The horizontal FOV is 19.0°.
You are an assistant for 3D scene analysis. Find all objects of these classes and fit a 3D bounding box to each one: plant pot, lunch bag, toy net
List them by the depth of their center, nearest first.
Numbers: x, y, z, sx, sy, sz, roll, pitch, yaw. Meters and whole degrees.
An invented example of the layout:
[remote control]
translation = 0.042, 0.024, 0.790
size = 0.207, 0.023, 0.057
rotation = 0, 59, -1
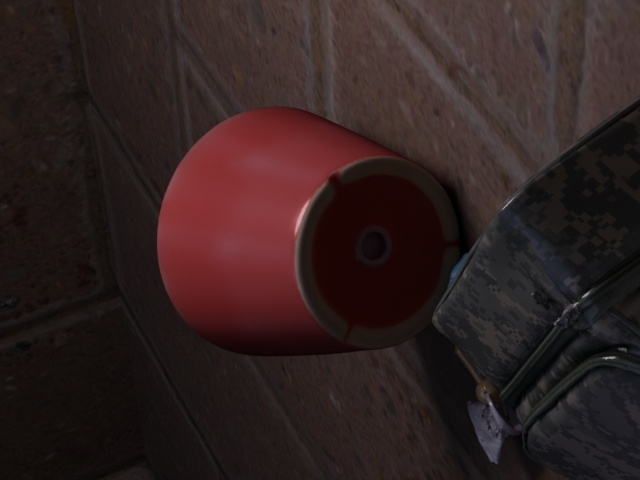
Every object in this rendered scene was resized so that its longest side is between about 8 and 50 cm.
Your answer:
[lunch bag]
translation = 0.245, 0.059, 1.371
size = 0.256, 0.212, 0.305
rotation = 49, 160, 10
[toy net]
translation = 0.178, 0.127, 1.912
size = 0.122, 0.045, 0.232
rotation = 39, 147, 56
[plant pot]
translation = 0.000, 0.000, 1.983
size = 0.243, 0.275, 0.275
rotation = 10, 119, 60
